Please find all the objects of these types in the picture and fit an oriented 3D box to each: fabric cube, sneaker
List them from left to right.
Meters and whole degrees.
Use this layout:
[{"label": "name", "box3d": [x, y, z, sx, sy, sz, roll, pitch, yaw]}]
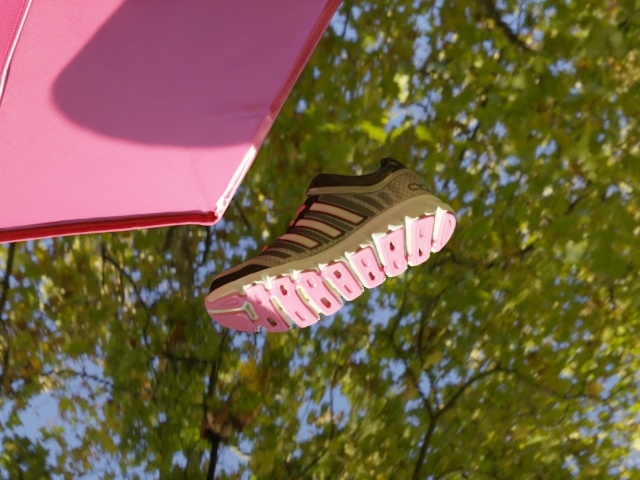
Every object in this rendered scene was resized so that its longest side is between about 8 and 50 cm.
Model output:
[{"label": "fabric cube", "box3d": [-0.187, -0.178, 0.875, 0.254, 0.259, 0.258, -7, -128, -43]}, {"label": "sneaker", "box3d": [0.000, 0.000, 0.749, 0.170, 0.063, 0.075, -26, -128, 3]}]
